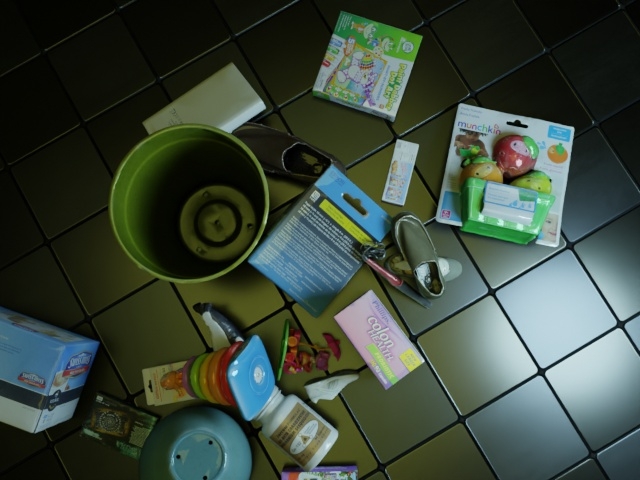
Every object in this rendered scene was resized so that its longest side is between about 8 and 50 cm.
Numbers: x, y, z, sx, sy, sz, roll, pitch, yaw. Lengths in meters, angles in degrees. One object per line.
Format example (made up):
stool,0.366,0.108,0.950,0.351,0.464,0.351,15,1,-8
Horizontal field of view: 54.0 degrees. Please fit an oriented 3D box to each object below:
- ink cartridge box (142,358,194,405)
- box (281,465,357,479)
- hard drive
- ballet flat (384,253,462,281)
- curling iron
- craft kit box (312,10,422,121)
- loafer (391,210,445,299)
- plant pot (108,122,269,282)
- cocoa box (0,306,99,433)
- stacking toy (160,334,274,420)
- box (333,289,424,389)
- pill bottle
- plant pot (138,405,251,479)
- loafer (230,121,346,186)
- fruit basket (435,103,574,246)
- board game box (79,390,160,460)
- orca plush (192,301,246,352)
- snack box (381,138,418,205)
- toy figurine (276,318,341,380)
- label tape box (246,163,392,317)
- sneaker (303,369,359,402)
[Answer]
ink cartridge box,-0.394,0.382,1.692,0.181,0.061,0.104,-11,83,1
box,0.002,0.745,1.641,0.201,0.057,0.293,-1,84,1
hard drive,-0.326,-0.347,1.742,0.307,0.040,0.203,-34,57,-2
ballet flat,0.280,0.075,1.700,0.213,0.068,0.072,4,84,2
curling iron,0.207,0.097,1.660,0.068,0.035,0.274,-44,111,6
craft kit box,0.132,-0.492,1.776,0.247,0.061,0.249,18,85,1
loafer,0.263,0.039,1.620,0.094,0.087,0.251,-28,94,-2
plant pot,-0.295,-0.068,1.592,0.367,0.353,0.366,0,84,1
cocoa box,-0.805,0.315,1.628,0.347,0.231,0.228,19,84,4
stacking toy,-0.282,0.344,1.584,0.302,0.175,0.165,-8,112,26
box,0.141,0.245,1.599,0.117,0.243,0.213,-36,84,-2
pill bottle,-0.079,0.478,1.636,0.229,0.131,0.131,39,86,6
plant pot,-0.307,0.548,1.558,0.290,0.195,0.290,4,67,-10
loafer,-0.101,-0.244,1.716,0.366,0.130,0.133,17,85,4
fruit basket,0.500,-0.182,1.675,0.327,0.165,0.353,14,81,4
board game box,-0.544,0.503,1.702,0.186,0.026,0.126,22,85,4
orca plush,-0.245,0.281,1.688,0.151,0.102,0.287,-35,95,23
snack box,0.222,-0.189,1.753,0.064,0.022,0.178,15,84,3
toy figurine,-0.027,0.304,1.674,0.159,0.130,0.173,9,106,-6
label tape box,0.000,0.000,1.674,0.241,0.106,0.333,41,87,-9
sneaker,0.035,0.389,1.686,0.152,0.054,0.061,-19,93,6
